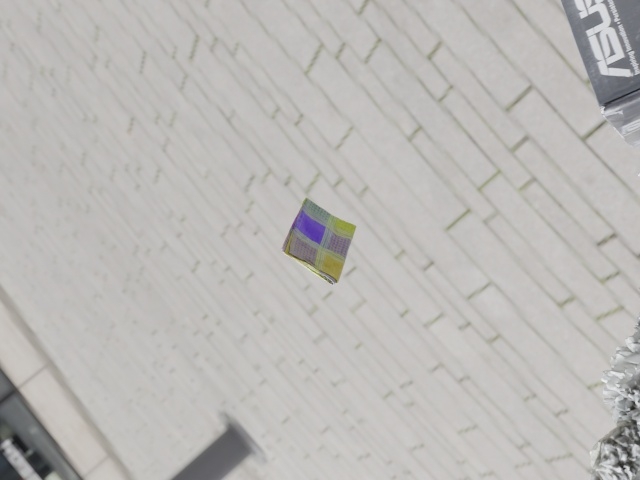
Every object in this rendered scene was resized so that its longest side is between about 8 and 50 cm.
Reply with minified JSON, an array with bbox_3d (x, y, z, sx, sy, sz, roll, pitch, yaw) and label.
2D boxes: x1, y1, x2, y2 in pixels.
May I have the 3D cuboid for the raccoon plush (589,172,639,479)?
[{"bbox_3d":[0.286,0.077,0.779,0.216,0.299,0.446,18,-176,22],"label":"raccoon plush"}]

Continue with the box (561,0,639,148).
[{"bbox_3d":[0.334,-0.317,0.925,0.097,0.318,0.395,25,-133,-54],"label":"box"}]

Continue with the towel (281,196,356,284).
[{"bbox_3d":[0.000,0.000,1.014,0.060,0.083,0.009,32,132,-9],"label":"towel"}]
